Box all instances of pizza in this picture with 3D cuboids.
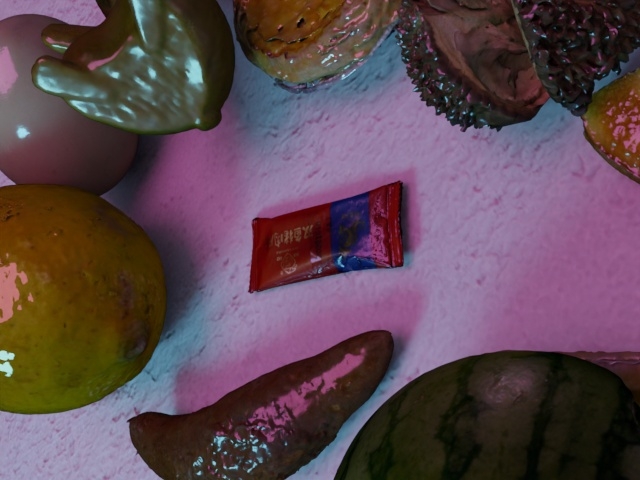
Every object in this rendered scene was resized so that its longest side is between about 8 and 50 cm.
[{"bbox_3d":[0.277,-0.091,0.541,0.175,0.046,0.134,38,107,37],"label":"pizza"}]

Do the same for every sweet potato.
[{"bbox_3d":[-0.068,0.181,0.734,0.341,0.092,0.114,-26,49,31],"label":"sweet potato"}]

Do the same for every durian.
[{"bbox_3d":[0.154,-0.172,0.576,0.196,0.196,0.167,-5,106,38],"label":"durian"}]

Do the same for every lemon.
[{"bbox_3d":[-0.302,0.064,0.842,0.310,0.258,0.258,11,88,34],"label":"lemon"}]

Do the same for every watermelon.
[{"bbox_3d":[0.105,0.247,0.462,0.331,0.189,0.331,8,104,35],"label":"watermelon"}]

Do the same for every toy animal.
[{"bbox_3d":[-0.191,-0.258,0.818,0.181,0.180,0.363,-47,39,25],"label":"toy animal"}]

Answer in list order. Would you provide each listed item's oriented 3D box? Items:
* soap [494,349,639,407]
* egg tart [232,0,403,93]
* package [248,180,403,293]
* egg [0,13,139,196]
[{"bbox_3d":[0.232,0.141,0.512,0.233,0.076,0.135,-7,77,39],"label":"soap"},{"bbox_3d":[0.015,-0.255,0.756,0.234,0.094,0.234,-12,73,41],"label":"egg tart"},{"bbox_3d":[0.000,0.000,0.763,0.200,0.022,0.083,-13,73,38],"label":"package"},{"bbox_3d":[-0.316,-0.155,0.918,0.186,0.242,0.186,-8,42,7],"label":"egg"}]
